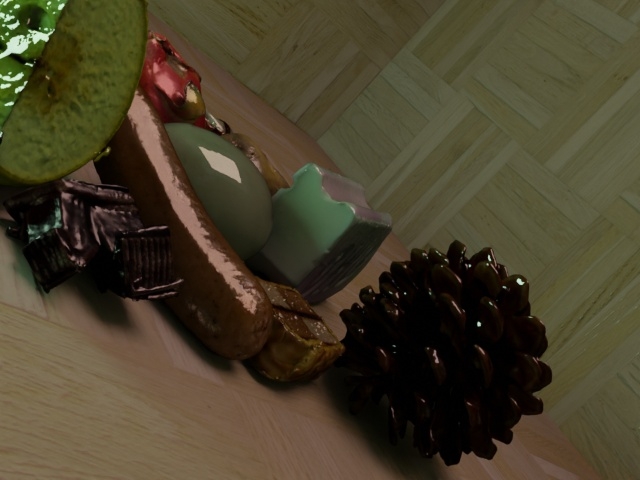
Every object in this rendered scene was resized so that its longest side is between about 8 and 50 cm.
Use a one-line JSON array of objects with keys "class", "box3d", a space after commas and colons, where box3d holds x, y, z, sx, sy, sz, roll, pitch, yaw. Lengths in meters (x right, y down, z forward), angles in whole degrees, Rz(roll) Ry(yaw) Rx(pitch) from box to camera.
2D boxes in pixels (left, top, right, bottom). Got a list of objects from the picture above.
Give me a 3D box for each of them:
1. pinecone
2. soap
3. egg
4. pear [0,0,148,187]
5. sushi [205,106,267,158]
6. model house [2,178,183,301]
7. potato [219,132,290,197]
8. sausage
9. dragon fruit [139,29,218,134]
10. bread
[{"class": "pinecone", "box3d": [0.207, 0.208, 1.432, 0.397, 0.398, 0.398, 42, 11, -10]}, {"class": "soap", "box3d": [0.000, 0.000, 1.644, 0.156, 0.261, 0.446, 45, 10, 12]}, {"class": "egg", "box3d": [-0.203, -0.079, 1.364, 0.282, 0.203, 0.203, 43, 11, -14]}, {"class": "pear", "box3d": [-0.427, -0.253, 1.081, 0.318, 0.343, 0.238, 21, -11, 18]}, {"class": "sushi", "box3d": [-0.261, -0.236, 1.956, 0.332, 0.124, 0.130, 38, 14, -32]}, {"class": "model house", "box3d": [-0.285, 0.015, 1.010, 0.203, 0.141, 0.164, 4, 58, -43]}, {"class": "potato", "box3d": [-0.153, -0.121, 1.873, 0.296, 0.141, 0.192, 44, 14, -39]}, {"class": "sausage", "box3d": [-0.232, -0.042, 1.189, 0.501, 0.136, 0.123, 58, 15, 11]}, {"class": "dragon fruit", "box3d": [-0.332, -0.276, 1.599, 0.305, 0.226, 0.305, 42, 8, -8]}, {"class": "bread", "box3d": [-0.060, 0.149, 1.304, 0.181, 0.096, 0.222, 48, 10, 22]}]
